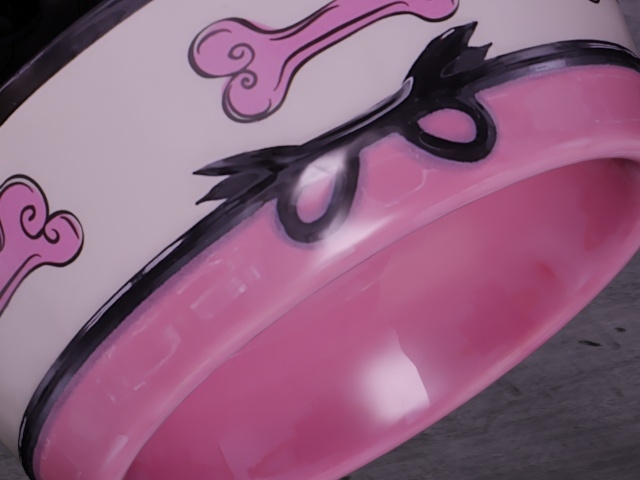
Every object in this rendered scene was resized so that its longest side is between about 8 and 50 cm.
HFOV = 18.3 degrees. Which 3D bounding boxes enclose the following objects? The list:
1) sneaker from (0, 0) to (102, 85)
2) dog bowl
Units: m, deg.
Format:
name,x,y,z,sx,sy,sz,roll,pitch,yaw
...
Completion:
name,x,y,z,sx,sy,sz,roll,pitch,yaw
sneaker,-0.119,-0.095,1.031,0.130,0.109,0.286,9,147,-8
dog bowl,0.000,0.000,0.992,0.408,0.150,0.408,-29,160,-11
